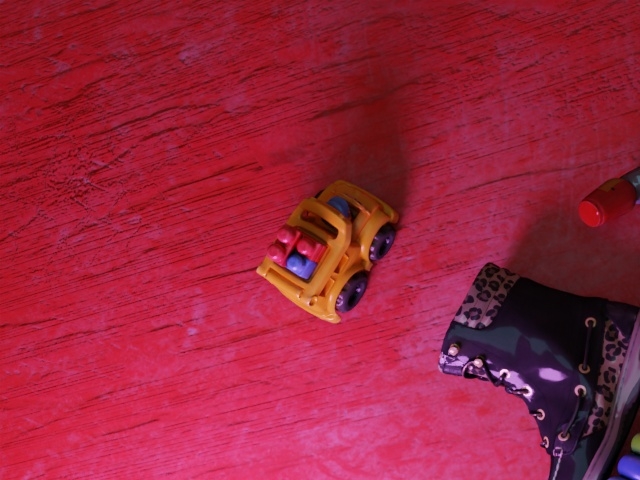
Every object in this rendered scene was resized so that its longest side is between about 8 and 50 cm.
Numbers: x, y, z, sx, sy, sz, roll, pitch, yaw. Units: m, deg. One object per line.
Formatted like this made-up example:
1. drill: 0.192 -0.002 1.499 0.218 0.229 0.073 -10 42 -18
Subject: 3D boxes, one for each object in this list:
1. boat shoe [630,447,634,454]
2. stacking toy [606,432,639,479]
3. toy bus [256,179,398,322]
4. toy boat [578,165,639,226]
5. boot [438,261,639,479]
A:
1. boat shoe: 0.531 0.326 1.395 0.190 0.068 0.072 2 95 22
2. stacking toy: 0.471 0.283 1.319 0.141 0.141 0.330 27 83 23
3. toy bus: 0.000 0.000 1.575 0.149 0.211 0.220 31 89 24
4. toy boat: 0.521 -0.017 1.388 0.148 0.267 0.318 -28 41 -24
5. boot: 0.306 0.228 1.453 0.284 0.138 0.377 22 83 22
